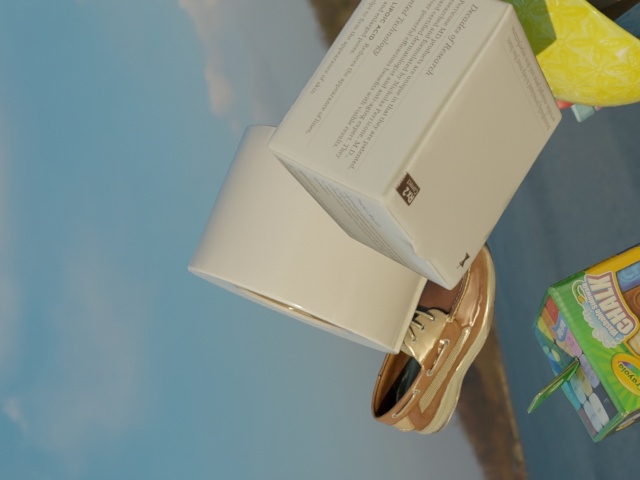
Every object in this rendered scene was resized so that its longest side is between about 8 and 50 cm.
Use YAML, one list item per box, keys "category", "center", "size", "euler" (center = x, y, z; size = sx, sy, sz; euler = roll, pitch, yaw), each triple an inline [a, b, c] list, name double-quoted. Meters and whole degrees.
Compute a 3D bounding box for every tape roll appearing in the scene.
- category: "tape roll"
  center: [0.000, 0.000, 1.287]
  size: [0.246, 0.246, 0.169]
  euler: [50, -119, -76]

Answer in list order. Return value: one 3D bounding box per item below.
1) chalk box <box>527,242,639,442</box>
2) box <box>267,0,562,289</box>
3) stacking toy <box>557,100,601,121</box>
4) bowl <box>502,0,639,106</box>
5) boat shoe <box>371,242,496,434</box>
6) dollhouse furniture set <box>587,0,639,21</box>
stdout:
- category: "chalk box"
  center: [0.377, 0.124, 1.481]
  size: [0.180, 0.289, 0.179]
  euler: [87, 158, -70]
- category: "box"
  center: [0.081, -0.087, 0.951]
  size: [0.182, 0.119, 0.181]
  euler: [-57, -31, -8]
- category: "stacking toy"
  center: [0.330, -0.300, 1.691]
  size: [0.279, 0.130, 0.309]
  euler: [67, -167, 6]
- category: "bowl"
  center: [0.252, -0.233, 1.287]
  size: [0.289, 0.156, 0.289]
  euler: [27, -147, -20]
- category: "boat shoe"
  center: [0.157, 0.135, 1.719]
  size: [0.123, 0.116, 0.324]
  euler: [39, 119, 56]
- category: "dollhouse furniture set"
  center: [0.467, -0.176, 1.195]
  size: [0.394, 0.362, 0.256]
  euler: [57, 146, -5]
